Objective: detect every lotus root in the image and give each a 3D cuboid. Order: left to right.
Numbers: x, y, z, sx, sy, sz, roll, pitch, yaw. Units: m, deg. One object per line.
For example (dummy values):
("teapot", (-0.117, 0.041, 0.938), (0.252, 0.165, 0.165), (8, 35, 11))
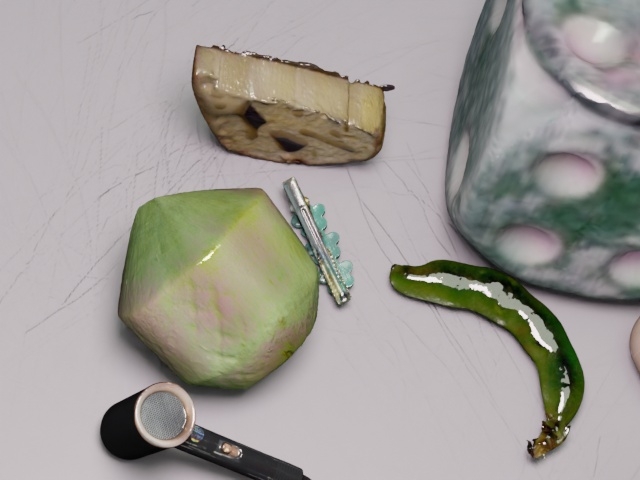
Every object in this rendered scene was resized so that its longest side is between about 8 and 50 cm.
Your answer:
("lotus root", (-0.047, -0.154, 1.855), (0.260, 0.170, 0.074), (9, 67, -17))

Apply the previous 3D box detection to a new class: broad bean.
("broad bean", (0.215, 0.113, 1.828), (0.144, 0.049, 0.292), (-30, 71, -25))

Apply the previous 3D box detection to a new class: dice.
("dice", (0.343, -0.153, 1.814), (0.328, 0.348, 0.330), (12, 56, -6))

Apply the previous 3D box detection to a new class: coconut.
("coconut", (-0.120, 0.046, 1.717), (0.236, 0.236, 0.204), (17, 20, -2))

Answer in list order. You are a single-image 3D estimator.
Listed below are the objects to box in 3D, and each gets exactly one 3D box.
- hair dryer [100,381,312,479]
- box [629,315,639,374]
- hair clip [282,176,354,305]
("hair dryer", (-0.113, 0.236, 1.690), (0.255, 0.128, 0.070), (27, 65, -21))
("box", (0.469, 0.123, 1.850), (0.200, 0.088, 0.146), (-16, 68, -19))
("hair clip", (0.001, 0.000, 1.852), (0.049, 0.049, 0.173), (-19, 73, -19))
